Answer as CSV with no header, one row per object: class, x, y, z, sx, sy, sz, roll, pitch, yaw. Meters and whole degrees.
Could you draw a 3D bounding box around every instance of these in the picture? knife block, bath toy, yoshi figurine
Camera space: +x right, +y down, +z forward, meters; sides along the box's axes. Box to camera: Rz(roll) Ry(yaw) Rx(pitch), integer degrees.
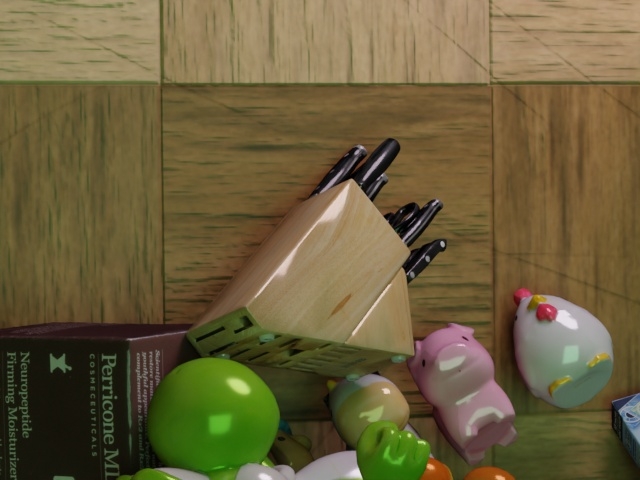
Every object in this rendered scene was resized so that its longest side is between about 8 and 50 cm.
knife block,0.000,0.000,1.738,0.276,0.088,0.242,12,63,-41
bath toy,0.117,0.148,1.822,0.348,0.151,0.129,-27,58,-9
yoshi figurine,-0.009,0.193,1.609,0.362,0.203,0.203,11,125,-33

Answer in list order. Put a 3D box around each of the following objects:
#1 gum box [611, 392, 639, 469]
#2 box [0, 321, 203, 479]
gum box,0.397,0.208,1.849,0.157,0.184,0.041,-16,129,-10
box,-0.209,0.162,1.691,0.203,0.167,0.168,-1,91,28
